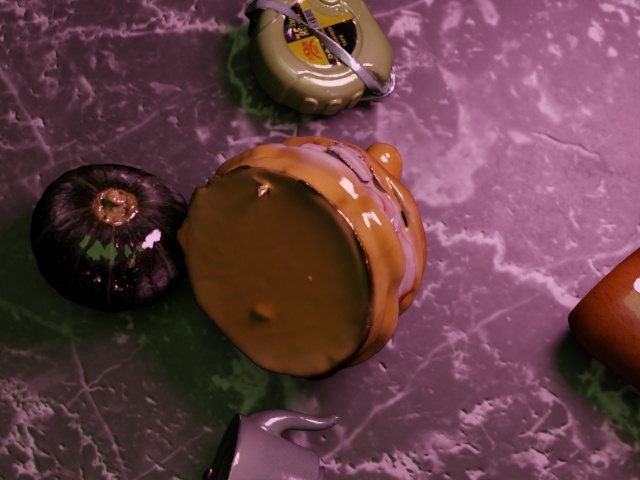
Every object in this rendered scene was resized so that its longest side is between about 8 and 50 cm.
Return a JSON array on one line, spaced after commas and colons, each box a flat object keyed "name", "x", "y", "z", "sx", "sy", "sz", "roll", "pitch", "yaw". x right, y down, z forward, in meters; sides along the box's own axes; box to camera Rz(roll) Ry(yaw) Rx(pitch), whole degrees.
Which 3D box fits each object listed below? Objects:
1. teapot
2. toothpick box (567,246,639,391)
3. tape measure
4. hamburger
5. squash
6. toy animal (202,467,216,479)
[{"name": "teapot", "x": -0.053, "y": 0.305, "z": 1.802, "sx": 0.149, "sy": 0.162, "sz": 0.239, "roll": 18, "pitch": 84, "yaw": -10}, {"name": "toothpick box", "x": 0.436, "y": 0.153, "z": 1.825, "sx": 0.192, "sy": 0.192, "sz": 0.294, "roll": -40, "pitch": 76, "yaw": -9}, {"name": "tape measure", "x": -0.004, "y": -0.240, "z": 1.930, "sx": 0.175, "sy": 0.106, "sz": 0.200, "roll": -28, "pitch": 82, "yaw": -21}, {"name": "hamburger", "x": 0.000, "y": 0.000, "z": 1.812, "sx": 0.276, "sy": 0.276, "sz": 0.237, "roll": 46, "pitch": 37, "yaw": 7}, {"name": "squash", "x": -0.243, "y": -0.004, "z": 1.851, "sx": 0.193, "sy": 0.156, "sz": 0.193, "roll": -5, "pitch": 61, "yaw": 10}, {"name": "toy animal", "x": -0.182, "y": 0.378, "z": 1.738, "sx": 0.324, "sy": 0.090, "sz": 0.195, "roll": -27, "pitch": 117, "yaw": 31}]
